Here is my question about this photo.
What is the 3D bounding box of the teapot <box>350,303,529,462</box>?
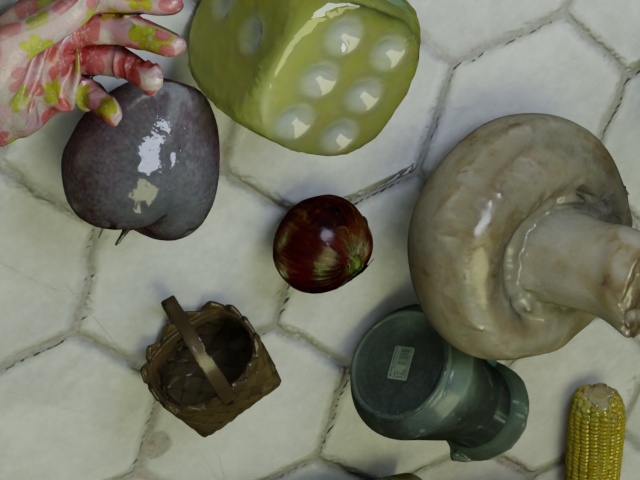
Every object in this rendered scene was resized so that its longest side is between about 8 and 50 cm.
[{"bbox_3d":[0.159,0.170,2.082,0.225,0.171,0.203,32,75,-50],"label":"teapot"}]

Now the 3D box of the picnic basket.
[{"bbox_3d":[-0.135,0.132,1.877,0.138,0.128,0.178,-36,152,-5],"label":"picnic basket"}]

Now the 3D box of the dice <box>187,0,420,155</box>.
[{"bbox_3d":[-0.016,-0.197,1.659,0.166,0.169,0.169,13,117,-38],"label":"dice"}]

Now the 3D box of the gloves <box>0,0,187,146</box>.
[{"bbox_3d":[-0.243,-0.177,1.574,0.241,0.126,0.145,-30,123,-3],"label":"gloves"}]

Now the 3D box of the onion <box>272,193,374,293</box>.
[{"bbox_3d":[0.000,0.000,1.877,0.117,0.118,0.118,-53,144,-33],"label":"onion"}]

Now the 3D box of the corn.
[{"bbox_3d":[0.387,0.301,2.363,0.081,0.081,0.248,-19,132,-18],"label":"corn"}]

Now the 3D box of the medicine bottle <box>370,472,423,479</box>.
[{"bbox_3d":[-0.012,0.402,2.152,0.322,0.151,0.151,-8,128,-26],"label":"medicine bottle"}]

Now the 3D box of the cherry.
[{"bbox_3d":[-0.181,-0.080,1.679,0.176,0.140,0.176,-12,110,-38],"label":"cherry"}]

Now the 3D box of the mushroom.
[{"bbox_3d":[0.255,0.007,1.891,0.297,0.290,0.297,-13,111,-35],"label":"mushroom"}]
